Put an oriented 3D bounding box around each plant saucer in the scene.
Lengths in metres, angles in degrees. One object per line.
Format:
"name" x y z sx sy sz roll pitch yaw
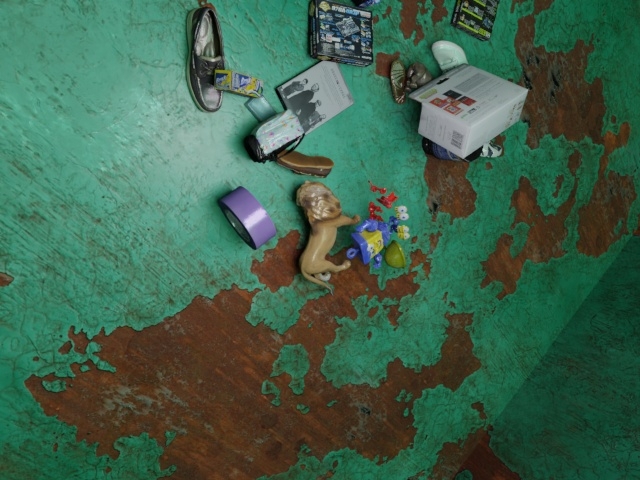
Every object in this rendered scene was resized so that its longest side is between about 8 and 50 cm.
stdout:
"plant saucer" -0.157 -0.382 1.509 0.067 0.018 0.192 -48 122 -10

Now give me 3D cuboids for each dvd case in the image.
"dvd case" -0.014 -0.476 1.560 0.239 0.029 0.179 -37 118 -18

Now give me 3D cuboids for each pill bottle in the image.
"pill bottle" 0.487 -0.361 1.768 0.123 0.219 0.122 -8 107 -29

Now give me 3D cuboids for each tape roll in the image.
"tape roll" -0.224 -0.068 1.450 0.080 0.189 0.189 -37 118 -17

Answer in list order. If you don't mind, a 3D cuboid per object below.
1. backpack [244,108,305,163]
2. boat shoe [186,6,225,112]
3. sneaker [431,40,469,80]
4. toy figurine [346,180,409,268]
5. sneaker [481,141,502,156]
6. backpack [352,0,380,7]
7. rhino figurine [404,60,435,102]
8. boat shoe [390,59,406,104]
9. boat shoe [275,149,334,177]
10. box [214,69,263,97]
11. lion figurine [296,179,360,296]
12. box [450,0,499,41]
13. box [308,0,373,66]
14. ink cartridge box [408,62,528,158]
"backpack" -0.139 -0.318 1.449 0.182 0.152 0.115 -33 113 -10
"boat shoe" -0.320 -0.507 1.335 0.103 0.092 0.285 -8 107 -29
"sneaker" 0.493 -0.615 1.760 0.256 0.094 0.151 32 66 -34
"toy figurine" 0.166 0.001 1.646 0.217 0.191 0.362 -35 141 -18
"sneaker" 0.656 -0.424 1.924 0.235 0.094 0.153 -1 112 -20
"backpack" 0.173 -0.831 1.491 0.117 0.173 0.158 35 83 -32
"rhino figurine" 0.383 -0.561 1.719 0.243 0.073 0.106 17 83 -51
"boat shoe" 0.272 -0.566 1.692 0.056 0.049 0.152 -11 114 -8
"boat shoe" -0.057 -0.246 1.571 0.207 0.073 0.073 8 139 -26
"box" -0.234 -0.452 1.372 0.169 0.059 0.054 -16 115 -64
"lion figurine" 0.000 0.000 1.618 0.240 0.142 0.392 6 92 -45
"box" 0.594 -0.883 1.800 0.191 0.045 0.184 7 101 -32
"box" 0.070 -0.667 1.528 0.220 0.051 0.175 -4 93 -30
"ink cartridge box" 0.496 -0.458 1.631 0.309 0.272 0.130 -33 145 -22
